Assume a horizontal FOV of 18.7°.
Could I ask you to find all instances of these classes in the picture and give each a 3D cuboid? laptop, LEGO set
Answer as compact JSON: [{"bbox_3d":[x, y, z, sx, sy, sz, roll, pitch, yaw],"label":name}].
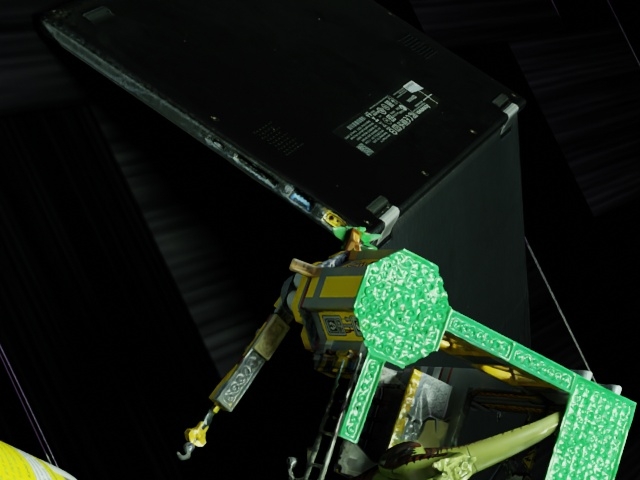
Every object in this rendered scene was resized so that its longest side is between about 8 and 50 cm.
[{"bbox_3d":[0.000,0.000,1.429,0.408,0.236,0.382,35,25,8],"label":"laptop"},{"bbox_3d":[0.016,0.166,1.118,0.255,0.192,0.331,17,79,-31],"label":"LEGO set"}]

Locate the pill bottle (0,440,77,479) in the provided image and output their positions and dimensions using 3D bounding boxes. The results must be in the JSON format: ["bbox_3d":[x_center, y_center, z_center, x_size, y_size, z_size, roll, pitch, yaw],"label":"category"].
[{"bbox_3d":[-0.201,0.122,0.840,0.215,0.117,0.117,35,38,-44],"label":"pill bottle"}]
